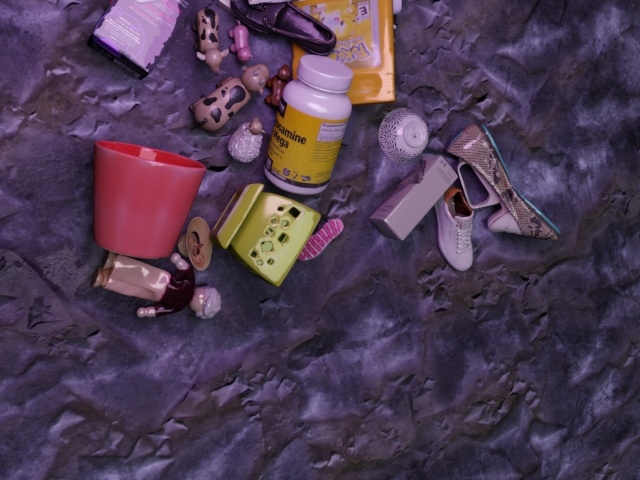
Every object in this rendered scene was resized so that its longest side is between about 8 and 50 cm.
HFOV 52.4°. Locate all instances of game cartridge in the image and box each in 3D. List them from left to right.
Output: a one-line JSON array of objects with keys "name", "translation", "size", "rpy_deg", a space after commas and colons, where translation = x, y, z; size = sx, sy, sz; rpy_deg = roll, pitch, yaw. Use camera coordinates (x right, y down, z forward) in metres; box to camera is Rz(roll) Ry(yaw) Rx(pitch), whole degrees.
[{"name": "game cartridge", "translation": [0.061, -0.531, 1.786], "size": [0.285, 0.052, 0.324], "rpy_deg": [-2, 90, 13]}]

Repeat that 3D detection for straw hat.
[{"name": "straw hat", "translation": [-0.351, 0.011, 1.753], "size": [0.061, 0.144, 0.145], "rpy_deg": [-5, 100, 20]}]

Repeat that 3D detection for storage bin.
[{"name": "storage bin", "translation": [0.047, -0.338, 1.879], "size": [0.091, 0.098, 0.135], "rpy_deg": [17, 88, -51]}]

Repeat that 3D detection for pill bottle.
[{"name": "pill bottle", "translation": [-0.027, -0.305, 1.721], "size": [0.187, 0.188, 0.334], "rpy_deg": [3, 124, -23]}]

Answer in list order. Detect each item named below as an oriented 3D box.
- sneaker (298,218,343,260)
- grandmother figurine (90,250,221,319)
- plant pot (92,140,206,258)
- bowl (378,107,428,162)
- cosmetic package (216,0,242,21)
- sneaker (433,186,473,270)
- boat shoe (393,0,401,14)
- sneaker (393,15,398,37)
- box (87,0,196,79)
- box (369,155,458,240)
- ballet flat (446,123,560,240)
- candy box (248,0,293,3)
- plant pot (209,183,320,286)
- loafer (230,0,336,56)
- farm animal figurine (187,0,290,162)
[{"name": "sneaker", "translation": [0.000, 0.000, 1.903], "size": [0.170, 0.075, 0.063], "rpy_deg": [-40, 83, 7]}, {"name": "grandmother figurine", "translation": [-0.414, 0.120, 1.725], "size": [0.342, 0.104, 0.208], "rpy_deg": [25, 120, -27]}, {"name": "plant pot", "translation": [-0.442, -0.099, 1.614], "size": [0.274, 0.275, 0.243], "rpy_deg": [9, 102, -23]}, {"name": "bowl", "translation": [0.270, -0.319, 1.973], "size": [0.170, 0.080, 0.170], "rpy_deg": [-3, 97, -23]}, {"name": "cosmetic package", "translation": [-0.216, -0.634, 1.756], "size": [0.115, 0.041, 0.060], "rpy_deg": [31, 83, -23]}, {"name": "sneaker", "translation": [0.433, -0.031, 2.051], "size": [0.105, 0.123, 0.290], "rpy_deg": [-26, 106, -20]}, {"name": "boat shoe", "translation": [0.134, -0.770, 1.813], "size": [0.104, 0.113, 0.307], "rpy_deg": [-21, 99, -11]}, {"name": "sneaker", "translation": [0.129, -0.654, 1.886], "size": [0.216, 0.079, 0.121], "rpy_deg": [12, 87, -31]}, {"name": "box", "translation": [-0.435, -0.562, 1.616], "size": [0.165, 0.143, 0.271], "rpy_deg": [33, 82, -24]}, {"name": "box", "translation": [0.283, -0.131, 1.983], "size": [0.275, 0.113, 0.094], "rpy_deg": [-48, 110, -13]}, {"name": "ballet flat", "translation": [0.569, -0.147, 2.095], "size": [0.182, 0.164, 0.483], "rpy_deg": [-38, 104, 8]}, {"name": "candy box", "translation": [-0.143, -0.723, 1.694], "size": [0.159, 0.071, 0.234], "rpy_deg": [-13, 63, -21]}, {"name": "plant pot", "translation": [-0.163, -0.030, 1.749], "size": [0.207, 0.228, 0.227], "rpy_deg": [32, 83, -15]}, {"name": "loafer", "translation": [-0.091, -0.585, 1.705], "size": [0.302, 0.095, 0.109], "rpy_deg": [24, 90, -8]}, {"name": "farm animal figurine", "translation": [-0.231, -0.416, 1.701], "size": [0.330, 0.172, 0.327], "rpy_deg": [33, 83, -22]}]
